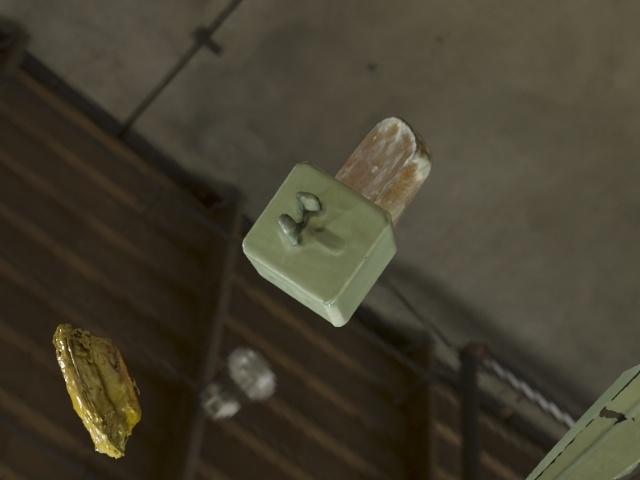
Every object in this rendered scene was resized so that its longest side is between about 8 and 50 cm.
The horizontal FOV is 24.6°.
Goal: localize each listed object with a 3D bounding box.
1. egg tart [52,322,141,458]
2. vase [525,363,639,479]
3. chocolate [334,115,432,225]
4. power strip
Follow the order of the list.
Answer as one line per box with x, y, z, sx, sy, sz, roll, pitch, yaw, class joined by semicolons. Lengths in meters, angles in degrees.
-0.191;0.126;1.280;0.130;0.052;0.130;156;90;-86;egg tart
0.359;0.302;1.903;0.360;0.165;0.165;-33;-102;-23;vase
0.072;-0.050;2.089;0.080;0.254;0.157;33;-169;-25;chocolate
0.000;0.000;1.777;0.140;0.139;0.224;35;173;11;power strip
